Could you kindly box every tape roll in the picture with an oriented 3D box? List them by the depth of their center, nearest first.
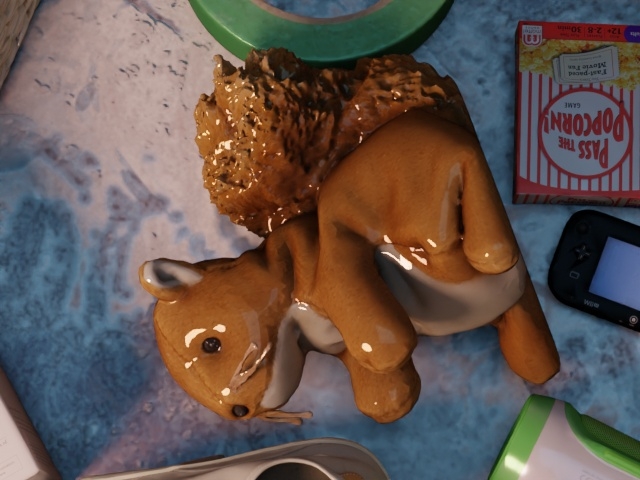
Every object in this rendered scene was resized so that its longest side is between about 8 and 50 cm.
[{"bbox_3d":[0.001,-0.333,2.048,0.321,0.077,0.321,0,77,-1],"label":"tape roll"}]

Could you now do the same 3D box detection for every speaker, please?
[{"bbox_3d":[0.320,0.266,1.889,0.296,0.131,0.131,27,79,5],"label":"speaker"}]

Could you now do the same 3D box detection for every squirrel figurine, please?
[{"bbox_3d":[0.000,0.000,1.913,0.370,0.281,0.397,-21,64,6],"label":"squirrel figurine"}]

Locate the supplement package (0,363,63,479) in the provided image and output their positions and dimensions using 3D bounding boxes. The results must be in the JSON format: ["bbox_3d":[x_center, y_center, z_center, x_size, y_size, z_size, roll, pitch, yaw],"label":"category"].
[{"bbox_3d":[-0.407,0.153,1.887,0.177,0.175,0.293,-29,79,-5],"label":"supplement package"}]

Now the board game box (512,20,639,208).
[{"bbox_3d":[0.280,-0.134,2.020,0.146,0.045,0.193,2,78,0],"label":"board game box"}]

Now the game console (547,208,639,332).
[{"bbox_3d":[0.411,0.085,1.973,0.361,0.044,0.213,20,78,5],"label":"game console"}]

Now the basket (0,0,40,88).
[{"bbox_3d":[-0.458,-0.317,1.946,0.331,0.266,0.328,21,78,4],"label":"basket"}]

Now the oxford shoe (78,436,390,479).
[{"bbox_3d":[-0.146,0.299,1.806,0.449,0.130,0.169,-17,99,-1],"label":"oxford shoe"}]

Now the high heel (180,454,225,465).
[{"bbox_3d":[-0.191,0.302,1.894,0.244,0.082,0.117,-14,73,-14],"label":"high heel"}]
